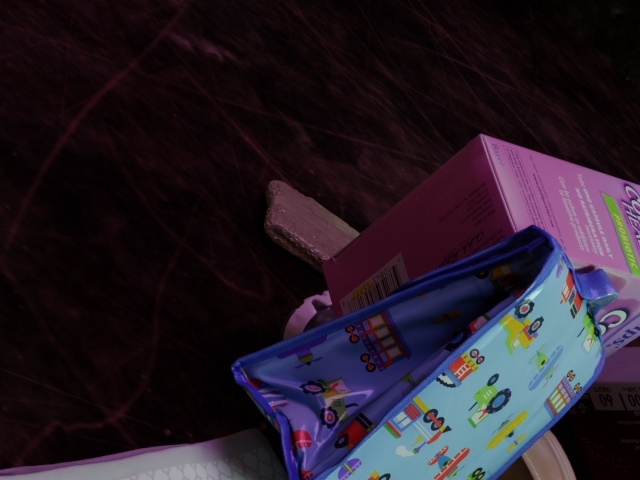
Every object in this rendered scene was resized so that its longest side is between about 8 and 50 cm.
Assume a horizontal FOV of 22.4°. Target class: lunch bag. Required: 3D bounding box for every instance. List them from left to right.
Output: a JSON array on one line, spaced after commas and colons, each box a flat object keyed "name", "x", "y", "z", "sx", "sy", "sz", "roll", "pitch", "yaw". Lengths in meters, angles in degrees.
[{"name": "lunch bag", "x": 0.113, "y": 0.114, "z": 1.305, "sx": 0.138, "sy": 0.293, "sz": 0.221, "roll": 59, "pitch": 3, "yaw": 34}]

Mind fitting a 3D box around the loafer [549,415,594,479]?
[{"name": "loafer", "x": 0.283, "y": 0.216, "z": 1.735, "sx": 0.302, "sy": 0.109, "sz": 0.095, "roll": 31, "pitch": 5, "yaw": -36}]

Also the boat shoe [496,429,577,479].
[{"name": "boat shoe", "x": 0.136, "y": 0.186, "z": 1.537, "sx": 0.098, "sy": 0.109, "sz": 0.302, "roll": 8, "pitch": 32, "yaw": -36}]

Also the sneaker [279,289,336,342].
[{"name": "sneaker", "x": 0.081, "y": 0.067, "z": 1.559, "sx": 0.234, "sy": 0.078, "sz": 0.106, "roll": -29, "pitch": 45, "yaw": -29}]

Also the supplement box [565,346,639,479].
[{"name": "supplement box", "x": 0.340, "y": 0.225, "z": 1.613, "sx": 0.073, "sy": 0.130, "sz": 0.239, "roll": -37, "pitch": 109, "yaw": -36}]

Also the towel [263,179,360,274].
[{"name": "towel", "x": 0.000, "y": 0.000, "z": 1.746, "sx": 0.148, "sy": 0.027, "sz": 0.110, "roll": 34, "pitch": 25, "yaw": -18}]

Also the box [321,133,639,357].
[{"name": "box", "x": 0.167, "y": 0.035, "z": 1.425, "sx": 0.243, "sy": 0.213, "sz": 0.117, "roll": 13, "pitch": 49, "yaw": -41}]

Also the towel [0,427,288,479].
[{"name": "towel", "x": -0.061, "y": 0.275, "z": 1.145, "sx": 0.332, "sy": 0.053, "sz": 0.317, "roll": 0, "pitch": 46, "yaw": -55}]
